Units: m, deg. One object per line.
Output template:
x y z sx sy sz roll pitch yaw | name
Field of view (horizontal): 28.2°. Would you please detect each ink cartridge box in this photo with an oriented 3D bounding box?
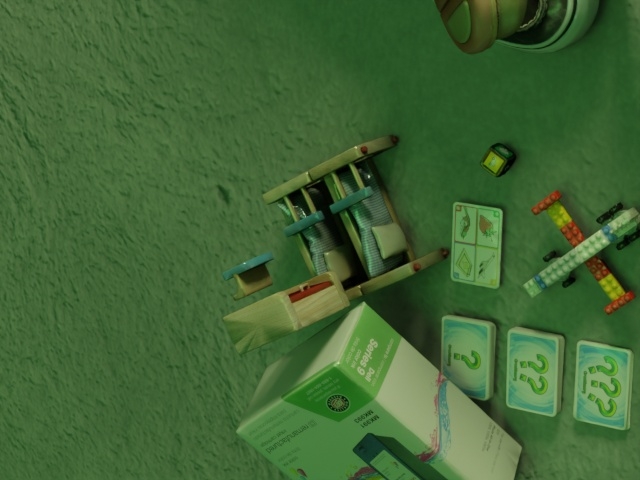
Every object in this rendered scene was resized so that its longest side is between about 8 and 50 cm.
0.055 0.183 1.175 0.212 0.093 0.154 42 130 -14 | ink cartridge box

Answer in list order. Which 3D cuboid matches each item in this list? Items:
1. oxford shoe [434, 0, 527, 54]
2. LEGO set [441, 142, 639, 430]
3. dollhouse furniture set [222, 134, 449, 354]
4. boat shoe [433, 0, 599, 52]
0.135 -0.336 0.931 0.140 0.146 0.397 166 101 -81 | oxford shoe
0.184 0.042 1.110 0.182 0.060 0.244 10 109 30 | LEGO set
0.000 0.000 1.150 0.129 0.183 0.129 -26 88 38 | dollhouse furniture set
0.077 -0.267 1.054 0.335 0.119 0.121 43 124 19 | boat shoe
